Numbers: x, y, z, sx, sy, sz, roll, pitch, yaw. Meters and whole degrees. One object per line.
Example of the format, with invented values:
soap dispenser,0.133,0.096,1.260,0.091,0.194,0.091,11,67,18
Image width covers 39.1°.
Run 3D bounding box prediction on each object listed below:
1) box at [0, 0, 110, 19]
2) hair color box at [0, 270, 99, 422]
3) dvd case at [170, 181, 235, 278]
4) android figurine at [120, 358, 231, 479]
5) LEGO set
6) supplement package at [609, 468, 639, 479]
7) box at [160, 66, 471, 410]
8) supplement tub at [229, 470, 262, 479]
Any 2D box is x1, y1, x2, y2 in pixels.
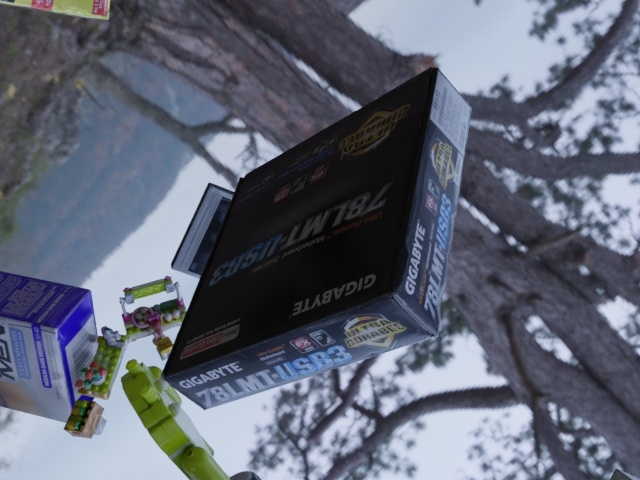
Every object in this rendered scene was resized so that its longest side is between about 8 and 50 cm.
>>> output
box,-0.339,-0.314,1.061,0.058,0.088,0.232,12,-170,22
hair color box,-0.503,0.141,1.339,0.338,0.185,0.110,11,-145,15
dvd case,-0.136,0.012,1.692,0.179,0.238,0.029,-63,-159,16
android figurine,-0.225,0.290,1.401,0.056,0.273,0.248,-34,-142,-9
LEGO set,-0.267,0.143,1.278,0.287,0.132,0.107,-37,159,-23
supplement package,0.454,0.449,1.200,0.203,0.194,0.149,-62,-155,3
box,0.000,0.000,0.889,0.295,0.073,0.293,-24,-146,38
supplement tub,-0.107,0.610,1.693,0.193,0.316,0.193,-36,-175,3
